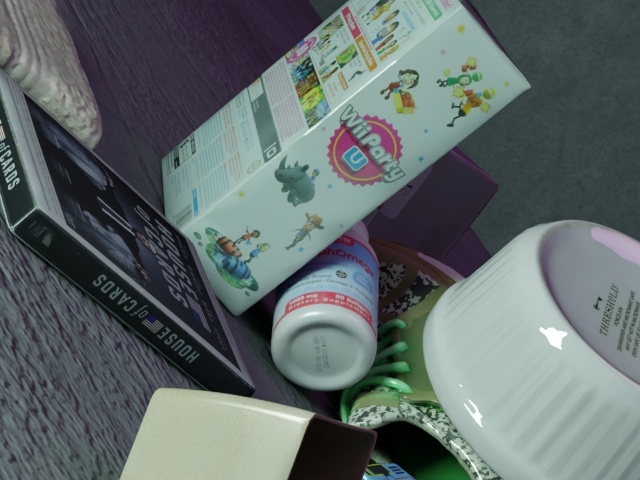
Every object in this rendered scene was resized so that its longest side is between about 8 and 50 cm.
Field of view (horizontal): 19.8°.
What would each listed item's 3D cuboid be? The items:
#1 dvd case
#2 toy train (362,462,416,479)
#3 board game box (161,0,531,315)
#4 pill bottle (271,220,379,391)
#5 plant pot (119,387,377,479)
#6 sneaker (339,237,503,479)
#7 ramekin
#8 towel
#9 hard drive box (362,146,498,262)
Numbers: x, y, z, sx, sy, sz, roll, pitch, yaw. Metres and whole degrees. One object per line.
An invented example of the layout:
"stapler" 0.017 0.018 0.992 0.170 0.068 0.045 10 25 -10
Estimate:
"dvd case" -0.145 -0.001 1.272 0.239 0.030 0.179 43 13 -40
"toy train" 0.031 0.197 1.166 0.105 0.080 0.184 35 14 24
"board game box" 0.010 -0.098 1.542 0.097 0.303 0.224 47 11 -21
"pill bottle" 0.006 0.044 1.533 0.087 0.087 0.160 47 26 -28
"plant pot" -0.046 0.131 0.968 0.096 0.109 0.109 19 -4 22
"sneaker" 0.076 0.134 1.545 0.182 0.158 0.410 15 29 -47
"ramekin" 0.229 0.101 1.503 0.273 0.127 0.273 25 34 -18
"towel" -0.263 -0.194 1.389 0.187 0.049 0.282 42 14 -40
"hard drive box" 0.071 -0.036 1.885 0.089 0.181 0.232 36 6 -17
